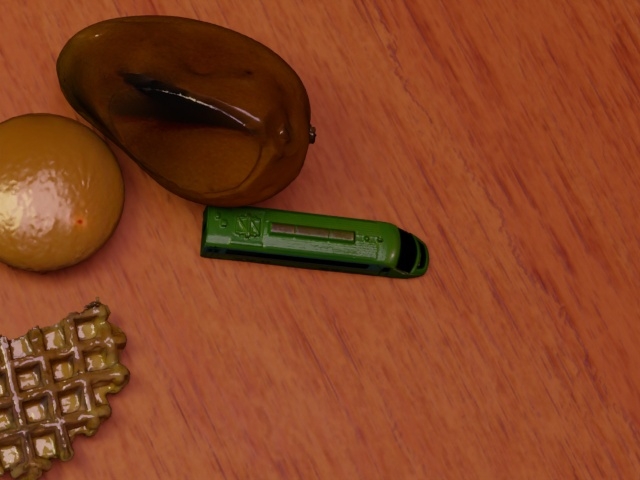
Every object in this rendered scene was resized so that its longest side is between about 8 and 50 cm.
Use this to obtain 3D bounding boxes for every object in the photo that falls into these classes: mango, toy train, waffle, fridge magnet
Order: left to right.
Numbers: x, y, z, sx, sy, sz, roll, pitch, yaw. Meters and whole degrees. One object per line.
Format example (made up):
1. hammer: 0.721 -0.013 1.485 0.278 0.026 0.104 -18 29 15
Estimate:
1. waffle: -0.253 0.115 1.371 0.160 0.046 0.192 37 68 1
2. fridge magnet: -0.240 -0.041 1.415 0.143 0.063 0.143 3 73 -9
3. mango: -0.117 -0.121 1.429 0.236 0.136 0.166 22 36 6
4. toy train: 0.000 0.000 1.462 0.209 0.042 0.044 6 72 -10
